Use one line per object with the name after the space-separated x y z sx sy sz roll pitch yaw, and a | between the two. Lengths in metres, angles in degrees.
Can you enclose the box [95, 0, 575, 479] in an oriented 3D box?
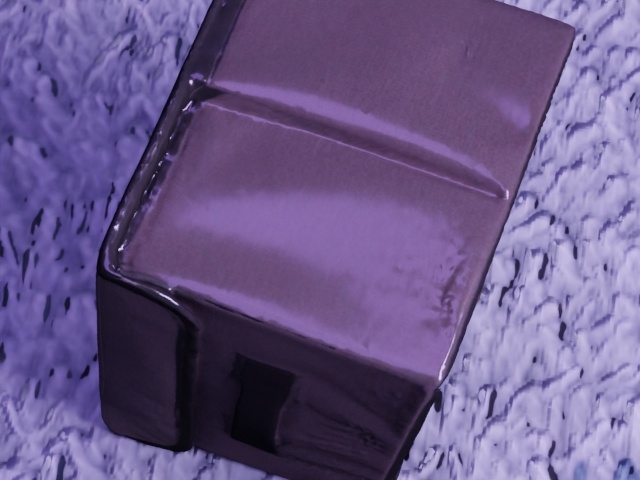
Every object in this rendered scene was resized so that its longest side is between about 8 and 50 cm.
0.000 0.000 0.893 0.153 0.252 0.188 20 68 3 | box
